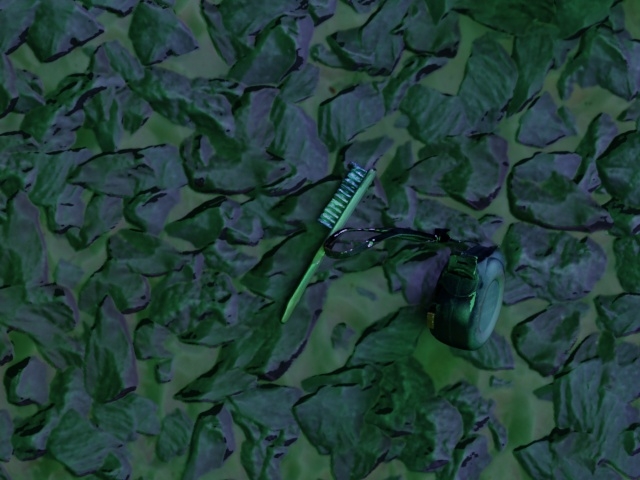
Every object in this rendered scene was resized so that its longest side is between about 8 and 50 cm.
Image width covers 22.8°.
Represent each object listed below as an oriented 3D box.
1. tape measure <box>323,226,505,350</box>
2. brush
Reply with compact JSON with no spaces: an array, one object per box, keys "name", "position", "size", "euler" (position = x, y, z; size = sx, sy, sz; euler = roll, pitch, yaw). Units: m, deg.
[{"name":"tape measure","position":[0.091,0.042,1.564],"size":[0.180,0.104,0.107],"euler":[11,106,6]},{"name":"brush","position":[0.000,0.000,1.561],"size":[0.030,0.033,0.178],"euler":[31,91,-5]}]
